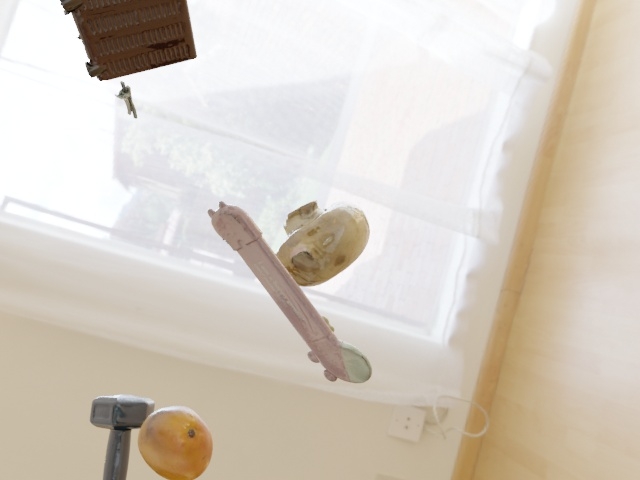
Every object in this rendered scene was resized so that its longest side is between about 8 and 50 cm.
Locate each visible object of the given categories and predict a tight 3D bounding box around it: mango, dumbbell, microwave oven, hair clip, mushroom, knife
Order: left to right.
[{"bbox_3d":[-0.320,-0.404,0.854,0.188,0.178,0.247,91,154,-59],"label":"microwave oven"},{"bbox_3d":[-0.504,0.549,1.360,0.160,0.144,0.325,109,165,-76],"label":"dumbbell"},{"bbox_3d":[-0.464,-0.327,1.311,0.039,0.030,0.115,-47,-11,-20],"label":"hair clip"},{"bbox_3d":[-0.282,0.406,1.079,0.219,0.145,0.112,103,-173,-48],"label":"mango"},{"bbox_3d":[-0.051,0.093,0.943,0.132,0.398,0.038,-26,15,45],"label":"knife"},{"bbox_3d":[0.000,0.000,1.260,0.184,0.255,0.255,64,160,-1],"label":"mushroom"}]
